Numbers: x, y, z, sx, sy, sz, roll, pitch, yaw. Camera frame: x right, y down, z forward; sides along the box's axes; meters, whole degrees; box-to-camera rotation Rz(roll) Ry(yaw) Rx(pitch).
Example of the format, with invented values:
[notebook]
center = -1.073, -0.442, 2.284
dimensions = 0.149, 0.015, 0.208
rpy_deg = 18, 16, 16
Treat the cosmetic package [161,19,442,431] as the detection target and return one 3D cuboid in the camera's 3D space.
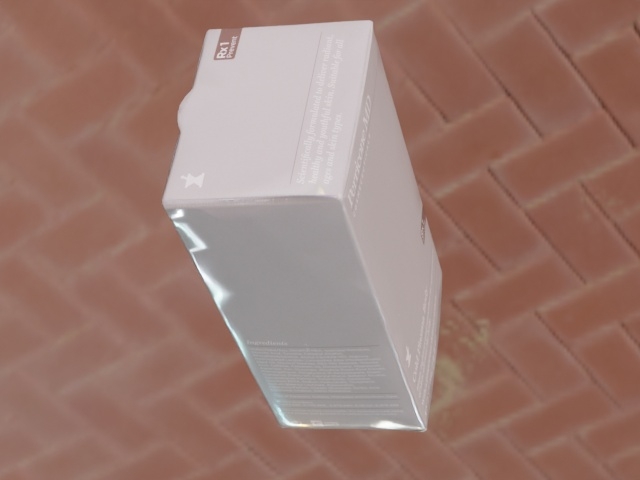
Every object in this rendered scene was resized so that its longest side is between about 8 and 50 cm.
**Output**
[cosmetic package]
center = 0.000, 0.000, 0.790
dimensions = 0.107, 0.127, 0.238
rpy_deg = 0, 146, 13
